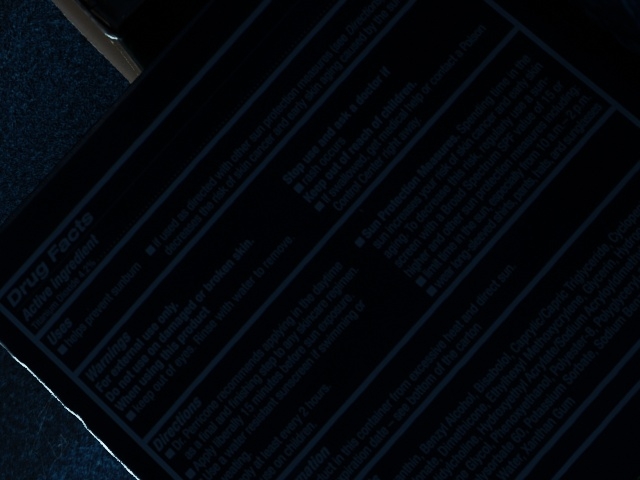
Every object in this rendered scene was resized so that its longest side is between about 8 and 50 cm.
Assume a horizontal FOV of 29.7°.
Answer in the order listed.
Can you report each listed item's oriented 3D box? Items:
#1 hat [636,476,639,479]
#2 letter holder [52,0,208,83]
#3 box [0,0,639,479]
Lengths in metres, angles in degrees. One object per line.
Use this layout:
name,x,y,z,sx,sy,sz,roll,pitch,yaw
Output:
hat,0.321,0.134,1.144,0.208,0.183,0.173,-2,-154,-17
letter holder,-0.114,-0.204,0.692,0.214,0.152,0.302,44,177,3
box,0.034,0.023,0.623,0.294,0.296,0.183,42,178,10
